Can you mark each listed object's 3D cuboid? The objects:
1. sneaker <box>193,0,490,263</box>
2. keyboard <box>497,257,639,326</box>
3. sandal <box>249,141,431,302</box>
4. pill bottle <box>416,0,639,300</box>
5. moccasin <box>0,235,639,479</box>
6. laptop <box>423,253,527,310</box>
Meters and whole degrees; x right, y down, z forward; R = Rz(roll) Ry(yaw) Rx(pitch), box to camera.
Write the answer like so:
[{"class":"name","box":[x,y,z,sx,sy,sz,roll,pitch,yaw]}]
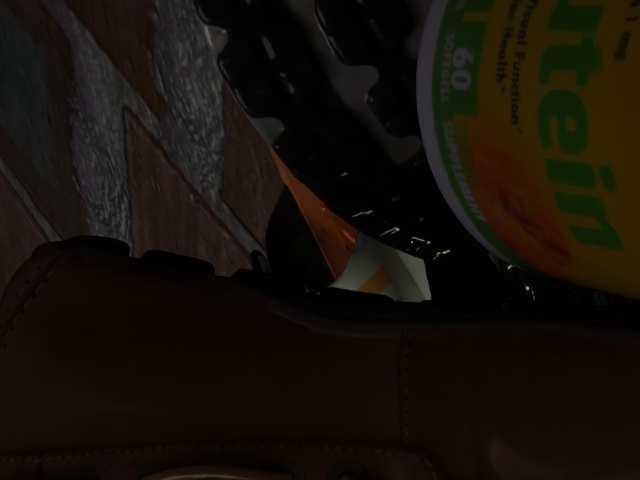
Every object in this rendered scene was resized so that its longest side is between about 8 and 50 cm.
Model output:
[{"class":"sneaker","box":[-0.008,-0.187,0.685,0.410,0.158,0.182,64,-175,-3]},{"class":"keyboard","box":[0.121,0.030,0.731,0.108,0.023,0.180,5,118,57]},{"class":"sandal","box":[-0.006,-0.002,0.867,0.102,0.076,0.265,9,131,60]},{"class":"pill bottle","box":[0.144,-0.040,0.455,0.246,0.136,0.136,14,127,61]},{"class":"moccasin","box":[0.045,0.092,0.551,0.380,0.147,0.139,9,164,19]},{"class":"laptop","box":[0.152,0.102,0.708,0.264,0.137,0.234,-118,14,-64]}]
